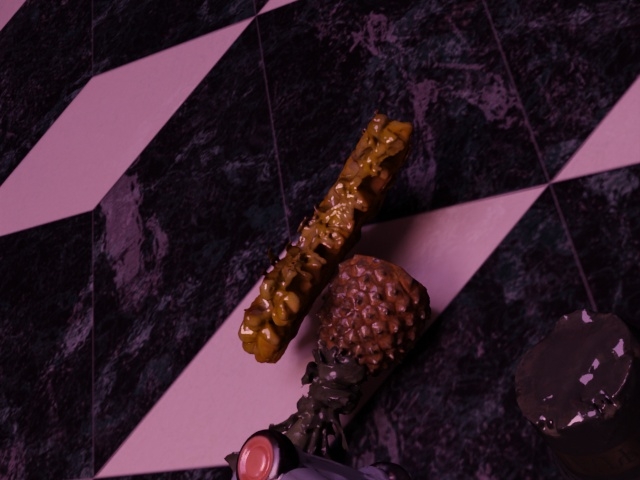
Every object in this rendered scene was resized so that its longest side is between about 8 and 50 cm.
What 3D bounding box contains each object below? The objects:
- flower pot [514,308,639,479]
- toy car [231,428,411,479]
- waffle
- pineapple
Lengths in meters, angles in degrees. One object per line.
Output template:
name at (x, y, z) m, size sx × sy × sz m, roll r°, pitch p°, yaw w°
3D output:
flower pot at (0.243, 0.134, 1.270) m, size 0.157 × 0.107 × 0.157 m, roll -29°, pitch 41°, yaw 29°
toy car at (0.015, 0.306, 1.303) m, size 0.270 × 0.181 × 0.212 m, roll 22°, pitch 90°, yaw 50°
waffle at (0.000, 0.000, 1.575) m, size 0.293 × 0.069 × 0.260 m, roll -55°, pitch -5°, yaw -17°
pineapple at (0.005, 0.150, 1.505) m, size 0.130 × 0.119 × 0.277 m, roll 21°, pitch 75°, yaw 33°
